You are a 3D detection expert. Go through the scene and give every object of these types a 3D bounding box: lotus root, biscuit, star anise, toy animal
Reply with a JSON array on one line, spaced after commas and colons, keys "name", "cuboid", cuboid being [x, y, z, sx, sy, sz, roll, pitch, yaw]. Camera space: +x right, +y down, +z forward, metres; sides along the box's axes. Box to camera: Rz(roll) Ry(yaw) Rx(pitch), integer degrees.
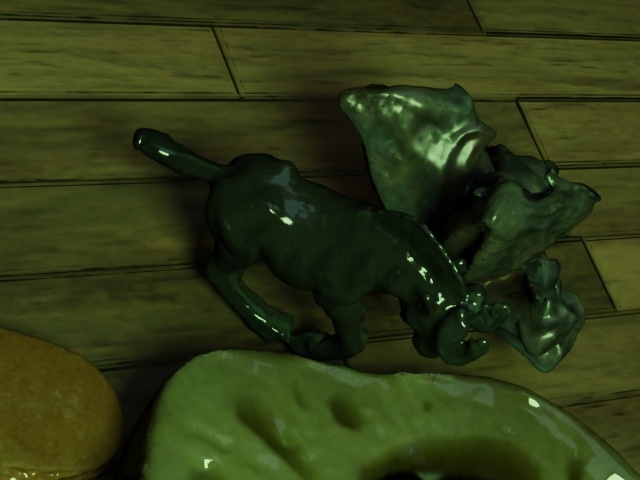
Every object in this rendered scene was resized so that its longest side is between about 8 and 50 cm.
[{"name": "lotus root", "cuboid": [0.038, 0.216, 0.857, 0.390, 0.111, 0.375, -29, 75, -40]}, {"name": "biscuit", "cuboid": [-0.181, 0.125, 0.820, 0.186, 0.036, 0.192, 12, 53, -29]}, {"name": "star anise", "cuboid": [0.109, -0.018, 1.017, 0.198, 0.110, 0.257, 58, 7, 23]}, {"name": "toy animal", "cuboid": [0.000, 0.000, 0.949, 0.233, 0.148, 0.084, 31, 61, 8]}]
